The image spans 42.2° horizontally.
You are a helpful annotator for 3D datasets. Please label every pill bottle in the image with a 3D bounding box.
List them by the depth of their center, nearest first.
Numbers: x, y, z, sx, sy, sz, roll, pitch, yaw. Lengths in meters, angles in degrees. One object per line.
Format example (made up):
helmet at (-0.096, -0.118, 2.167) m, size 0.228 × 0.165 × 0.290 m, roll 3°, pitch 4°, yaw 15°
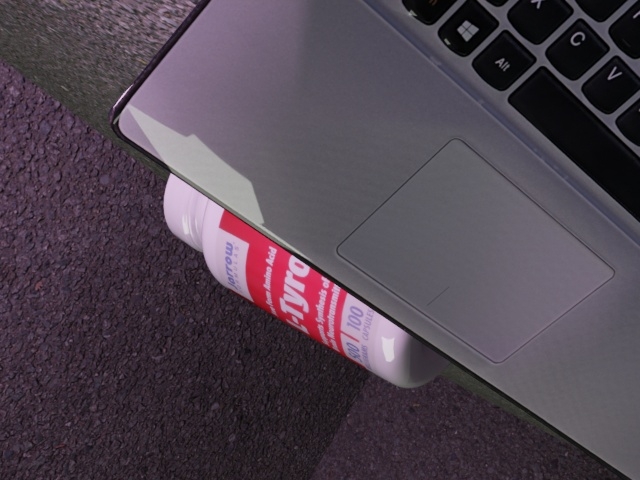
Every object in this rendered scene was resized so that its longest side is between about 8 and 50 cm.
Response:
pill bottle at (0.000, 0.000, 1.062) m, size 0.408 × 0.229 × 0.229 m, roll 26°, pitch 171°, yaw 31°

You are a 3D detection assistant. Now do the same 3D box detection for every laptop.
laptop at (0.193, -0.020, 0.255) m, size 0.382 × 0.408 × 0.236 m, roll 35°, pitch -155°, yaw -25°
